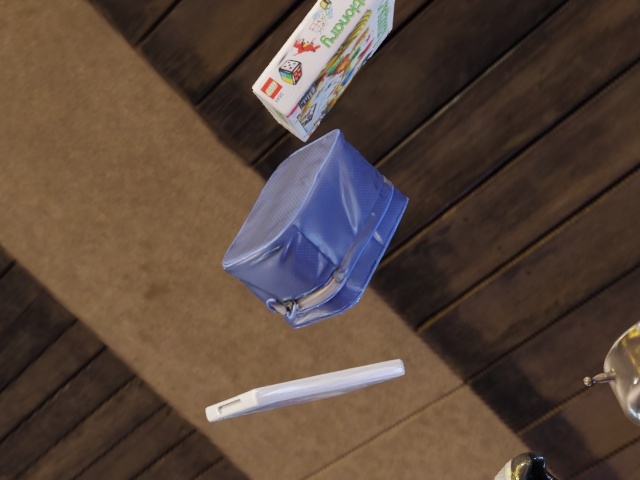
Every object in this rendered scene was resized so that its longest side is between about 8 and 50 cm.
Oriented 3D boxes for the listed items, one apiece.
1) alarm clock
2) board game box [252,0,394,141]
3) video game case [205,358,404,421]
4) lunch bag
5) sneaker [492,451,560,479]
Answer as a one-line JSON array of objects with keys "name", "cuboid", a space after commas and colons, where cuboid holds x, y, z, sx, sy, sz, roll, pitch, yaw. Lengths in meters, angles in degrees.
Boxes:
[{"name": "alarm clock", "cuboid": [0.326, 0.112, 0.909, 0.192, 0.064, 0.129, 13, 131, -36]}, {"name": "board game box", "cuboid": [0.011, -0.219, 1.264, 0.053, 0.305, 0.193, 37, 92, 2]}, {"name": "video game case", "cuboid": [-0.022, 0.190, 1.339, 0.183, 0.201, 0.023, -32, 69, 62]}, {"name": "lunch bag", "cuboid": [0.000, 0.000, 0.566, 0.065, 0.098, 0.067, 40, 147, -19]}, {"name": "sneaker", "cuboid": [0.187, 0.215, 0.761, 0.170, 0.063, 0.075, 40, 116, 32]}]
